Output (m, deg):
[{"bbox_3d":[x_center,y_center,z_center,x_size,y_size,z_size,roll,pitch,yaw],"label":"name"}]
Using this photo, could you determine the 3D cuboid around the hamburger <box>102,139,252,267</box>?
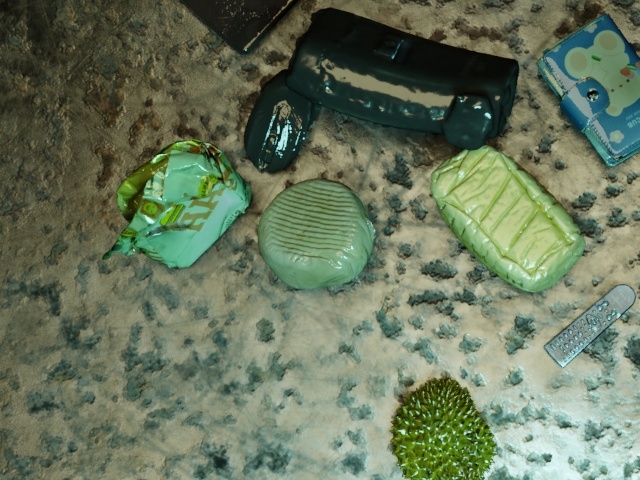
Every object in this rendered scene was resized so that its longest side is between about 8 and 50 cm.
[{"bbox_3d":[-0.222,-0.051,1.724,0.235,0.214,0.125,-32,68,7],"label":"hamburger"}]

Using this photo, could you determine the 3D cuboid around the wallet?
[{"bbox_3d":[0.423,-0.221,1.741,0.141,0.059,0.202,-33,81,-5],"label":"wallet"}]

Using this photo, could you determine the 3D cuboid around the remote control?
[{"bbox_3d":[0.396,0.121,1.712,0.152,0.027,0.043,-41,85,2],"label":"remote control"}]

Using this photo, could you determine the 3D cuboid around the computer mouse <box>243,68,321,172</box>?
[{"bbox_3d":[-0.060,-0.185,1.795,0.099,0.057,0.172,21,86,2],"label":"computer mouse"}]

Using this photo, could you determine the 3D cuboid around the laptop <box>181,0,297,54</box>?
[{"bbox_3d":[-0.142,-0.407,1.855,0.207,0.026,0.154,43,91,12],"label":"laptop"}]

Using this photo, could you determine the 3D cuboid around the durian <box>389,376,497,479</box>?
[{"bbox_3d":[0.182,0.304,1.677,0.146,0.102,0.208,-28,83,-3],"label":"durian"}]

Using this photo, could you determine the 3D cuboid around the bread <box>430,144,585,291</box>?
[{"bbox_3d":[0.268,-0.033,1.708,0.140,0.106,0.236,-43,79,0],"label":"bread"}]

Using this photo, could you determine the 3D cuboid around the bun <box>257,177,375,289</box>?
[{"bbox_3d":[0.000,0.000,1.733,0.166,0.113,0.173,-42,56,-5],"label":"bun"}]

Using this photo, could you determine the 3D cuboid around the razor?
[{"bbox_3d":[0.120,-0.239,1.726,0.327,0.107,0.189,17,42,12],"label":"razor"}]
